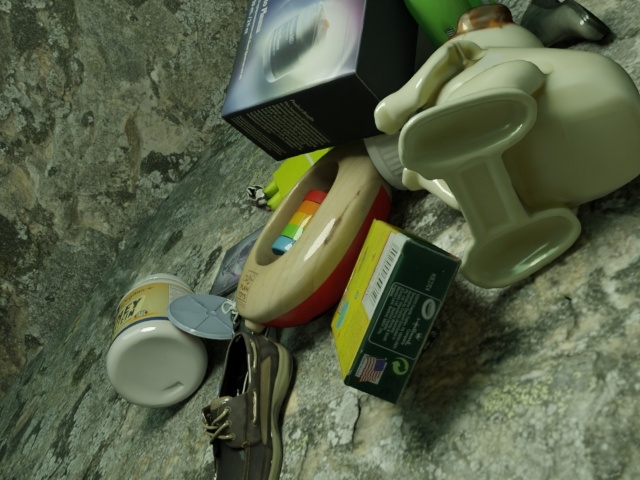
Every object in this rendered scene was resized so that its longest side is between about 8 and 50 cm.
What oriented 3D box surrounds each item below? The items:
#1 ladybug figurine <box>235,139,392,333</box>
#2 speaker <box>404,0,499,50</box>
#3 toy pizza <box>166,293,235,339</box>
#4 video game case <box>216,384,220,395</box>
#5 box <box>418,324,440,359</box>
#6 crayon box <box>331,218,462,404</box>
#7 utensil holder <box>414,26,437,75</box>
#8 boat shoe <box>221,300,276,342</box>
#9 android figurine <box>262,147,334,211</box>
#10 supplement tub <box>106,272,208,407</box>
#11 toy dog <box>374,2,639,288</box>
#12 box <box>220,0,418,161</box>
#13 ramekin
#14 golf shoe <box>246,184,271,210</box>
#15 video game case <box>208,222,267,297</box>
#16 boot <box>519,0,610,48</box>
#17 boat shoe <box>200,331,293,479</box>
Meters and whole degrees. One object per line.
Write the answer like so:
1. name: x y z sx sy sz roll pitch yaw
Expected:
1. ladybug figurine: 0.000 0.000 1.181 0.449 0.162 0.305 -56 24 -11
2. speaker: 0.241 -0.406 1.038 0.131 0.296 0.131 -26 45 29
3. toy pizza: -0.255 0.181 1.358 0.201 0.201 0.032 -121 43 -64
4. video game case: -0.160 0.305 1.211 0.119 0.015 0.166 -52 24 -1
5. box: 0.137 0.154 0.902 0.083 0.018 0.067 -52 24 -2
6. crayon box: 0.095 0.081 0.871 0.318 0.081 0.202 -106 38 -82
7. utensil holder: 0.152 -0.429 1.334 0.385 0.327 0.328 -35 29 27
8. boat shoe: -0.149 0.158 1.269 0.113 0.105 0.306 -23 32 36
9. android figurine: -0.045 -0.196 1.643 0.273 0.056 0.248 -42 30 8
10. supplement tub: -0.401 0.235 1.468 0.228 0.228 0.316 -47 24 8
11. toy dog: 0.270 -0.206 0.872 0.395 0.284 0.408 -34 28 19
12. box: 0.006 -0.336 1.072 0.294 0.182 0.296 -8 63 35
13. ramekin: 0.178 -0.210 1.128 0.109 0.207 0.207 -19 39 35
14. golf shoe: -0.190 -0.145 1.809 0.067 0.086 0.186 -56 23 -7
15. video game case: -0.202 0.050 1.631 0.274 0.026 0.196 -30 32 37
16. boot: 0.419 -0.363 1.098 0.161 0.083 0.246 -55 22 22
17. boat shoe: -0.147 0.316 1.017 0.132 0.130 0.355 -33 34 32
